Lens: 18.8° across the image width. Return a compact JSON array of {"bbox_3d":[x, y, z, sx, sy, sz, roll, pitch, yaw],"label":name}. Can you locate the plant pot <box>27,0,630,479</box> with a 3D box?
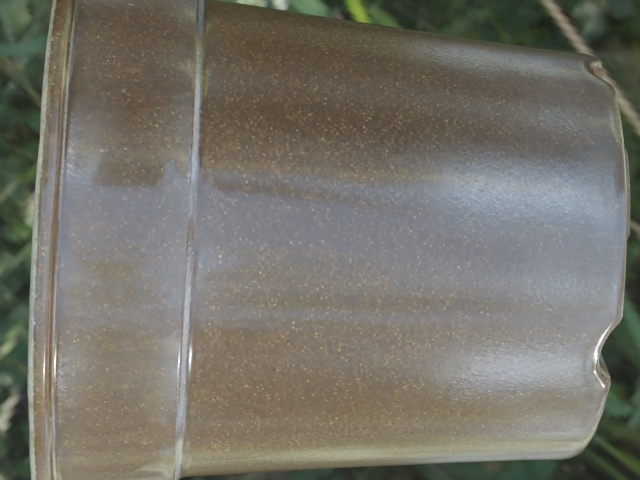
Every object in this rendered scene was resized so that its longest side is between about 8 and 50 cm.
[{"bbox_3d":[0.000,0.000,0.589,0.165,0.167,0.167,2,125,-5],"label":"plant pot"}]
